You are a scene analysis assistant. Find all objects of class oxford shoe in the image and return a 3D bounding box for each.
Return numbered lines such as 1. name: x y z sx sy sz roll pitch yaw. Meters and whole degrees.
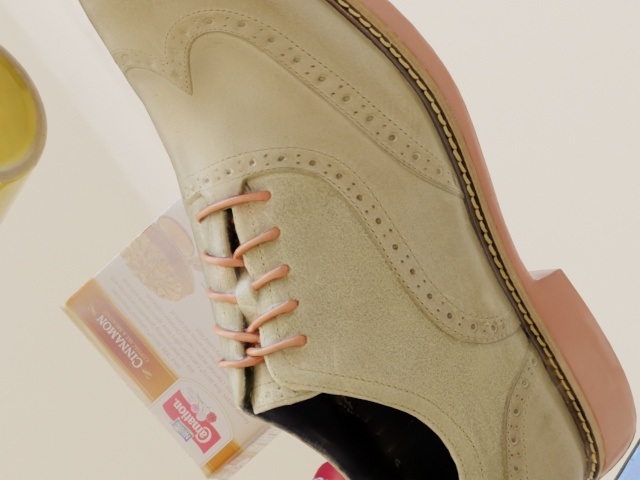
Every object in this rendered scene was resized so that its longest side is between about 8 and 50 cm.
1. oxford shoe: 0.000 0.000 0.914 0.397 0.146 0.140 51 -35 -13

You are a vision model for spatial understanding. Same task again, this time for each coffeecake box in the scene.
1. coffeecake box: -0.041 0.034 1.193 0.142 0.185 0.068 48 1 12

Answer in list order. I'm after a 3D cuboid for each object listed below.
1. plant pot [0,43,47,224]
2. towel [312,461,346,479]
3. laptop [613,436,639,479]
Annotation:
1. plant pot: -0.370 -0.065 1.699 0.254 0.254 0.239 47 -49 -6
2. towel: 0.018 0.244 0.976 0.031 0.275 0.199 -22 -80 19
3. laptop: 0.169 0.218 1.364 0.234 0.264 0.137 -158 -116 -75
